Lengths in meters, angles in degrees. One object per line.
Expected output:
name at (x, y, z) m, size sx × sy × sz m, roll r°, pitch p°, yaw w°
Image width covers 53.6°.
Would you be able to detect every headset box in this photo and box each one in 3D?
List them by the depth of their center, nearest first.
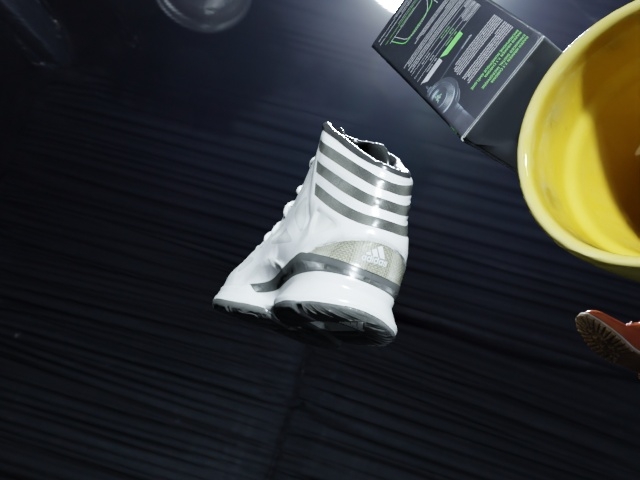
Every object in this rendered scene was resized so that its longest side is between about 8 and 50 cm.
headset box at (0.237, -0.186, 0.785) m, size 0.131 × 0.246 × 0.283 m, roll -53°, pitch 38°, yaw 22°

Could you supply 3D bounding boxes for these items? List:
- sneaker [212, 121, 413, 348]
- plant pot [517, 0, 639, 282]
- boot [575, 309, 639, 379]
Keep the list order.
sneaker at (0.001, 0.000, 0.851) m, size 0.447 × 0.169 × 0.257 m, roll -17°, pitch 53°, yaw 65°
plant pot at (0.361, -0.070, 0.599) m, size 0.254 × 0.239 × 0.253 m, roll -21°, pitch 61°, yaw 45°
boot at (0.430, 0.133, 0.868) m, size 0.084 × 0.158 × 0.059 m, roll -50°, pitch -12°, yaw -26°
